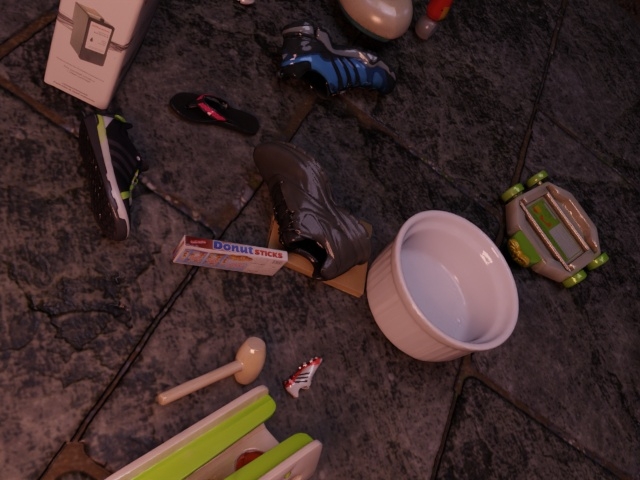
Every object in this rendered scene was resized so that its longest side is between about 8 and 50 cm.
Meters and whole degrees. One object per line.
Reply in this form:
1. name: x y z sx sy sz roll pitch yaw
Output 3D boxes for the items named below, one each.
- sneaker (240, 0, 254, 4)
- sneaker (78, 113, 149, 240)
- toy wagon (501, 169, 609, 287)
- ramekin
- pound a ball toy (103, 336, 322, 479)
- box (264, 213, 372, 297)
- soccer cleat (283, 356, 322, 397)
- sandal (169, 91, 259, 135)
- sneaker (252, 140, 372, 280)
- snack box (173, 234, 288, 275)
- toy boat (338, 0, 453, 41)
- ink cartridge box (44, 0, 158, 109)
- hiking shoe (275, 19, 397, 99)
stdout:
1. sneaker: -0.178 -0.613 1.407 0.063 0.075 0.170 -9 68 -35
2. sneaker: -0.316 -0.111 1.012 0.097 0.084 0.234 -4 65 -35
3. toy wagon: 0.530 -0.017 1.491 0.345 0.068 0.267 -25 77 -38
4. ramekin: 0.221 0.094 1.188 0.277 0.135 0.277 15 56 -24
5. pound a ball toy: -0.153 0.295 0.859 0.319 0.135 0.208 -25 52 -39
6. box: 0.000 0.000 1.182 0.201 0.021 0.164 24 52 -18
7. soccer cleat: -0.024 0.222 1.030 0.083 0.029 0.035 -36 93 -37
8. sandal: -0.195 -0.248 1.198 0.179 0.040 0.067 11 57 -26
9. sneaker: -0.034 -0.054 1.115 0.130 0.109 0.286 -35 82 -34
10. snack box: -0.148 0.027 1.045 0.178 0.064 0.022 10 60 -27
11. toy boat: 0.182 -0.583 1.586 0.319 0.148 0.267 -1 58 -24
12. ink cartridge box: -0.340 -0.383 1.037 0.115 0.273 0.198 26 52 -17
13. hiking shoe: 0.035 -0.365 1.392 0.304 0.113 0.131 14 86 -32
